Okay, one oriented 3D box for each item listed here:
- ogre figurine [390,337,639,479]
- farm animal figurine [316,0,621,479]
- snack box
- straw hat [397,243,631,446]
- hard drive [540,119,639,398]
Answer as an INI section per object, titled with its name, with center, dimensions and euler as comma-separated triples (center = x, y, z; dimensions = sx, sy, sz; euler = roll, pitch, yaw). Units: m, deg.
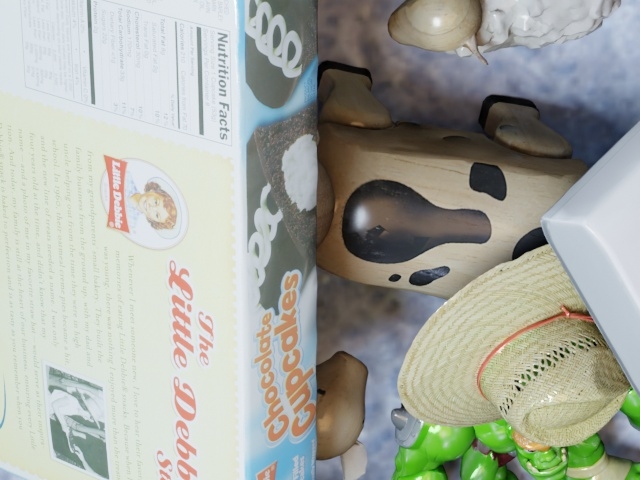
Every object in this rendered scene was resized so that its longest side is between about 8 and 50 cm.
[ogre figurine]
center = 0.114, 0.110, 1.122
dimensions = 0.197, 0.097, 0.118
euler = -9, 132, 13
[farm animal figurine]
center = 0.000, 0.000, 1.013
dimensions = 0.327, 0.172, 0.330
euler = -6, 113, -5
[snack box]
center = -0.091, -0.020, 0.909
dimensions = 0.187, 0.060, 0.322
euler = 18, 121, 32
[straw hat]
center = 0.114, 0.067, 0.976
dimensions = 0.144, 0.061, 0.144
euler = -22, 142, -18
[hard drive]
center = 0.285, -0.030, 1.014
dimensions = 0.353, 0.047, 0.233
euler = -43, 115, -23
